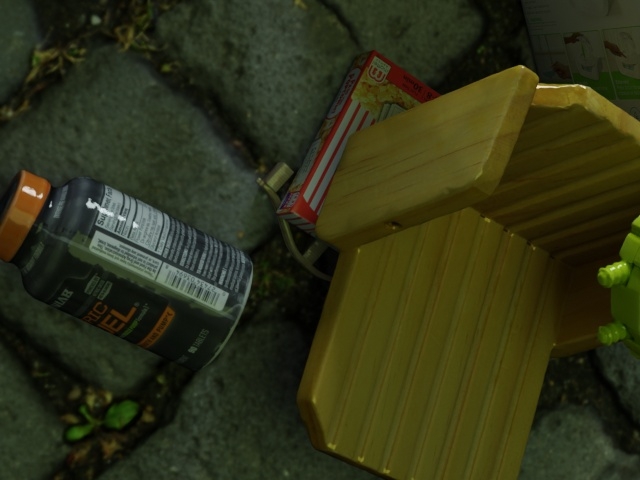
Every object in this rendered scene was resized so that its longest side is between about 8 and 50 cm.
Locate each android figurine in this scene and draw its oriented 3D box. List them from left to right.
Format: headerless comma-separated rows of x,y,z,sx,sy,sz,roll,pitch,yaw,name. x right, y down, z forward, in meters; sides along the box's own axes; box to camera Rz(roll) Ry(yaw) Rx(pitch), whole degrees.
0.377,0.026,1.608,0.272,0.056,0.248,-20,121,-25,android figurine

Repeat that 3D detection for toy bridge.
0.000,0.000,1.731,0.188,0.026,0.063,43,82,-16,toy bridge

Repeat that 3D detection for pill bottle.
-0.199,0.021,1.616,0.245,0.130,0.130,26,87,-17,pill bottle

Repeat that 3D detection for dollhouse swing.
0.192,0.071,1.613,0.347,0.315,0.305,29,57,-36,dollhouse swing

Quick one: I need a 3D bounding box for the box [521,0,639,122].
0.312,-0.230,1.686,0.126,0.262,0.231,-18,99,-16,box

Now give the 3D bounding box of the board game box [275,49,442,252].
0.062,-0.075,1.716,0.146,0.045,0.193,31,76,-20,board game box
